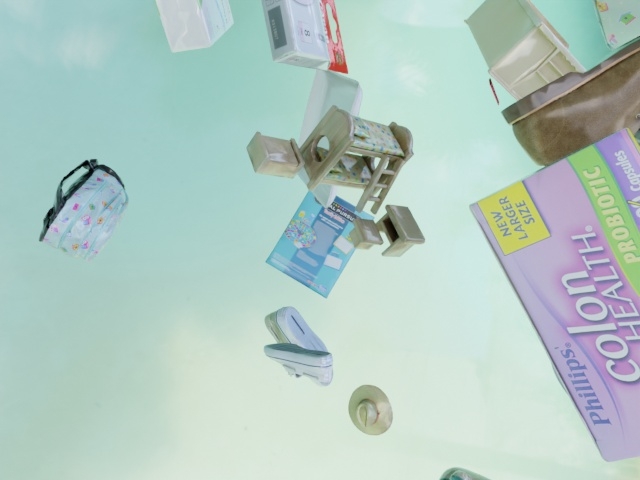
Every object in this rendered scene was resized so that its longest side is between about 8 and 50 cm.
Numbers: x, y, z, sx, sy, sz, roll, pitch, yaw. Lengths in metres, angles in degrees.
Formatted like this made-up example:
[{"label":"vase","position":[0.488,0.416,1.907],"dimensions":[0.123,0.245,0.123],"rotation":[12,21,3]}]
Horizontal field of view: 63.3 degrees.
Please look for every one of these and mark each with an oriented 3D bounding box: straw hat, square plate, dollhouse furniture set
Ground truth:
[{"label":"straw hat","position":[0.126,0.476,1.429],"dimensions":[0.061,0.145,0.144],"rotation":[-3,89,-64]},{"label":"square plate","position":[0.020,-0.312,1.506],"dimensions":[0.049,0.344,0.346],"rotation":[6,114,-22]},{"label":"dollhouse furniture set","position":[0.035,-0.071,0.606],"dimensions":[0.182,0.101,0.160],"rotation":[3,53,-40]}]

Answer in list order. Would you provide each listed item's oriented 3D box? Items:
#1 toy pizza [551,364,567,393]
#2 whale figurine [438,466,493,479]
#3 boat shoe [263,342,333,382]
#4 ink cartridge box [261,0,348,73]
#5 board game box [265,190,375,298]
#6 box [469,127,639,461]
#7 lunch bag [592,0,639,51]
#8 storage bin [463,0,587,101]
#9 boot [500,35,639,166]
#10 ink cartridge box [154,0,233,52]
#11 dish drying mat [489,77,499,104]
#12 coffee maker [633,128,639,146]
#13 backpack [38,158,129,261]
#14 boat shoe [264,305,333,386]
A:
[{"label":"toy pizza","position":[0.468,0.224,0.839],"dimensions":[0.201,0.201,0.032],"rotation":[-37,157,-49]},{"label":"whale figurine","position":[0.371,0.623,1.184],"dimensions":[0.216,0.272,0.141],"rotation":[45,61,-8]},{"label":"boat shoe","position":[-0.063,0.311,1.309],"dimensions":[0.083,0.226,0.075],"rotation":[-3,92,-43]},{"label":"ink cartridge box","position":[-0.009,-0.382,0.854],"dimensions":[0.232,0.066,0.188],"rotation":[-17,97,-51]},{"label":"board game box","position":[0.000,0.000,1.859],"dimensions":[0.335,0.254,0.079],"rotation":[-59,176,-2]},{"label":"box","position":[0.260,0.023,0.453],"dimensions":[0.243,0.117,0.213],"rotation":[-18,80,-57]},{"label":"lunch bag","position":[0.702,-0.498,1.076],"dimensions":[0.279,0.224,0.107],"rotation":[34,84,-46]},{"label":"storage bin","position":[0.444,-0.371,1.069],"dimensions":[0.261,0.123,0.262],"rotation":[31,37,-26]},{"label":"boot","position":[0.406,-0.200,0.681],"dimensions":[0.115,0.306,0.112],"rotation":[61,17,1]},{"label":"ink cartridge box","position":[-0.343,-0.679,1.451],"dimensions":[0.353,0.119,0.207],"rotation":[-84,164,-55]},{"label":"dish drying mat","position":[0.505,-0.432,1.506],"dimensions":[0.083,0.008,0.032],"rotation":[45,37,-43]},{"label":"coffee maker","position":[0.568,-0.103,0.781],"dimensions":[0.171,0.178,0.120],"rotation":[3,110,-20]},{"label":"backpack","position":[-0.413,-0.046,0.918],"dimensions":[0.115,0.151,0.182],"rotation":[26,20,-18]},{"label":"boat shoe","position":[-0.062,0.326,1.598],"dimensions":[0.302,0.094,0.109],"rotation":[61,38,-18]}]
